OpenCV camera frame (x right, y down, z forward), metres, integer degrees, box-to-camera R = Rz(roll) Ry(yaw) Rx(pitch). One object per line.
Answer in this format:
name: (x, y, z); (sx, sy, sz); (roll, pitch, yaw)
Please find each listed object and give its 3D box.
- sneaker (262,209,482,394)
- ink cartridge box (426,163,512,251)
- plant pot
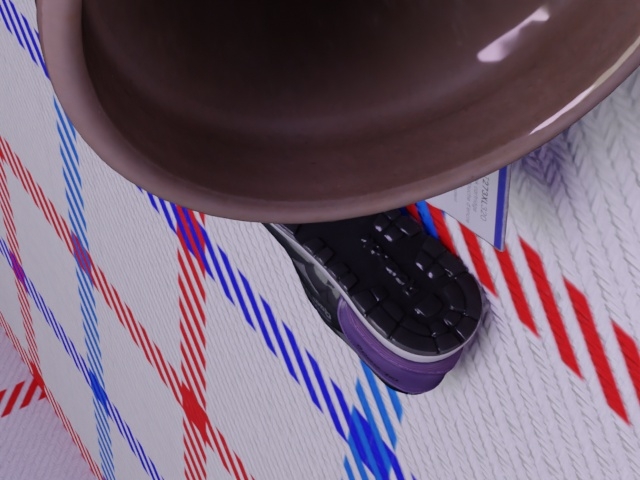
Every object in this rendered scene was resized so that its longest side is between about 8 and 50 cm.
sneaker: (0.000, 0.000, 0.819); (0.283, 0.107, 0.124); (54, 157, 22)
ink cartridge box: (0.018, -0.156, 0.697); (0.371, 0.069, 0.176); (42, 144, 44)
plant pot: (0.002, -0.174, 0.452); (0.263, 0.263, 0.229); (106, 152, -52)
